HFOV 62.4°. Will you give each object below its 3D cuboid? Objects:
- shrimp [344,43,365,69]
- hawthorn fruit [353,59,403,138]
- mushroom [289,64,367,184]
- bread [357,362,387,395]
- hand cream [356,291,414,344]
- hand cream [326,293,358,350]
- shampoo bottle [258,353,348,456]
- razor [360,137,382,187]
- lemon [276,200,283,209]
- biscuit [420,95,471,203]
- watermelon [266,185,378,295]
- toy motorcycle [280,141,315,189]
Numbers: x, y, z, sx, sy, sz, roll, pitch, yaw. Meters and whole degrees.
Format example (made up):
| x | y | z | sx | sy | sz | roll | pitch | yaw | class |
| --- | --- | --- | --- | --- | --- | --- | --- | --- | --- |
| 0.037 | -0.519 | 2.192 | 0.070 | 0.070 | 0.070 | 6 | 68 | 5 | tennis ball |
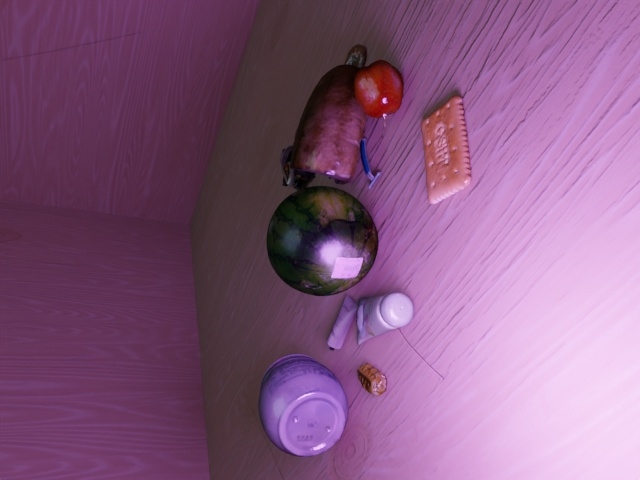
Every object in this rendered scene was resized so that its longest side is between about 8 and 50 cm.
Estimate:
| x | y | z | sx | sy | sz | roll | pitch | yaw | class |
| --- | --- | --- | --- | --- | --- | --- | --- | --- | --- |
| 0.114 | -0.614 | 1.896 | 0.099 | 0.041 | 0.180 | 61 | 138 | 30 | shrimp |
| 0.182 | -0.424 | 1.571 | 0.162 | 0.162 | 0.204 | -41 | 62 | 55 | hawthorn fruit |
| 0.037 | -0.395 | 1.718 | 0.313 | 0.224 | 0.398 | -90 | 14 | -85 | mushroom |
| 0.149 | 0.398 | 1.501 | 0.066 | 0.060 | 0.110 | -52 | 27 | -6 | bread |
| 0.164 | 0.213 | 1.505 | 0.306 | 0.093 | 0.147 | 138 | 135 | -67 | hand cream |
| 0.070 | 0.275 | 1.717 | 0.087 | 0.054 | 0.186 | 41 | 113 | 57 | hand cream |
| -0.059 | 0.511 | 1.657 | 0.266 | 0.272 | 0.273 | -143 | 63 | -71 | shampoo bottle |
| 0.150 | -0.262 | 1.707 | 0.068 | 0.037 | 0.191 | 124 | 144 | -46 | razor |
| -0.091 | -0.072 | 2.011 | 0.173 | 0.173 | 0.207 | -6 | 90 | 64 | lemon |
| 0.315 | -0.230 | 1.353 | 0.160 | 0.030 | 0.250 | -32 | 55 | 59 | biscuit |
| 0.000 | 0.000 | 1.597 | 0.363 | 0.363 | 0.364 | -29 | 57 | 60 | watermelon |
| -0.108 | -0.321 | 2.221 | 0.157 | 0.090 | 0.263 | -53 | 39 | 34 | toy motorcycle |
